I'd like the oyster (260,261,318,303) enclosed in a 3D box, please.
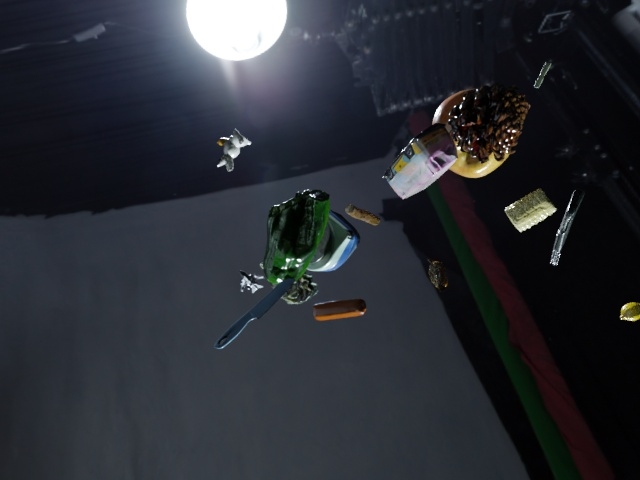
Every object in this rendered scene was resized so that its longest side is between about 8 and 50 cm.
[{"bbox_3d":[-0.139,0.164,1.888,0.267,0.198,0.112,53,21,8],"label":"oyster"}]

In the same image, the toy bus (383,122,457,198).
[{"bbox_3d":[0.402,-0.302,1.658,0.162,0.171,0.386,55,-14,5],"label":"toy bus"}]

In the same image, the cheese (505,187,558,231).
[{"bbox_3d":[0.860,-0.125,1.721,0.123,0.167,0.094,48,27,-9],"label":"cheese"}]

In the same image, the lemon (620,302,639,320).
[{"bbox_3d":[1.162,0.268,1.565,0.065,0.092,0.065,52,8,-10],"label":"lemon"}]

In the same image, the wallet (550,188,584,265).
[{"bbox_3d":[1.028,-0.045,1.767,0.045,0.172,0.318,21,-39,29],"label":"wallet"}]

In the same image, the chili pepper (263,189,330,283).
[{"bbox_3d":[-0.090,-0.005,1.519,0.167,0.213,0.385,46,-57,47],"label":"chili pepper"}]

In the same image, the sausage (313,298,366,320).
[{"bbox_3d":[0.047,0.165,1.000,0.041,0.131,0.039,59,27,-49],"label":"sausage"}]

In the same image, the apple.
[{"bbox_3d":[0.708,-0.490,1.952,0.346,0.391,0.391,-72,159,-49],"label":"apple"}]

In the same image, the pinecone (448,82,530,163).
[{"bbox_3d":[0.461,-0.330,1.175,0.221,0.221,0.221,167,-90,-84],"label":"pinecone"}]

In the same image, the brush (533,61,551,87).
[{"bbox_3d":[0.699,-0.520,1.321,0.083,0.016,0.013,-65,171,7],"label":"brush"}]

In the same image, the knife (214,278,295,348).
[{"bbox_3d":[-0.196,0.219,1.274,0.044,0.313,0.019,42,-15,18],"label":"knife"}]

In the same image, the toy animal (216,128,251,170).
[{"bbox_3d":[-0.431,-0.432,1.985,0.131,0.181,0.127,35,14,-20],"label":"toy animal"}]

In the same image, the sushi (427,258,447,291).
[{"bbox_3d":[0.428,0.125,1.539,0.052,0.055,0.120,177,-99,-77],"label":"sushi"}]

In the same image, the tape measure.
[{"bbox_3d":[0.000,-0.002,1.780,0.259,0.262,0.138,42,13,35],"label":"tape measure"}]

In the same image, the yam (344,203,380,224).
[{"bbox_3d":[0.201,-0.120,1.981,0.241,0.057,0.057,18,45,-46],"label":"yam"}]

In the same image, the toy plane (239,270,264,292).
[{"bbox_3d":[-0.197,0.112,1.159,0.083,0.078,0.031,51,11,-36],"label":"toy plane"}]
